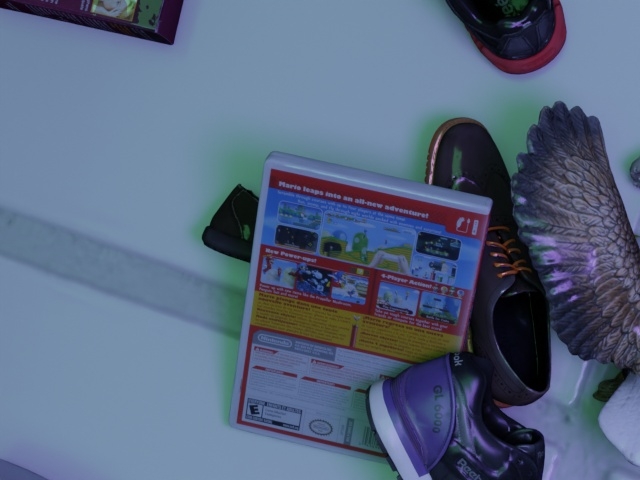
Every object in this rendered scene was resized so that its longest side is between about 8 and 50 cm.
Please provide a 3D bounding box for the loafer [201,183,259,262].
[{"bbox_3d":[0.000,0.000,1.860,0.220,0.080,0.078,16,89,7],"label":"loafer"}]

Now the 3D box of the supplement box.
[{"bbox_3d":[-0.224,-0.259,1.902,0.188,0.081,0.104,13,87,7],"label":"supplement box"}]

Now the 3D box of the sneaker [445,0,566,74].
[{"bbox_3d":[0.132,-0.283,1.838,0.097,0.135,0.276,-32,82,5],"label":"sneaker"}]

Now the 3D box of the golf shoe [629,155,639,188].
[{"bbox_3d":[0.370,-0.088,1.844,0.176,0.069,0.086,-6,63,5],"label":"golf shoe"}]

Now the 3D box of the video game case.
[{"bbox_3d":[0.032,0.070,1.811,0.204,0.025,0.285,13,119,7],"label":"video game case"}]

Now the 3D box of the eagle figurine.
[{"bbox_3d":[0.298,0.030,1.758,0.226,0.298,0.225,-28,39,-27],"label":"eagle figurine"}]

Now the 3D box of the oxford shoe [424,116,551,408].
[{"bbox_3d":[0.165,0.017,1.819,0.097,0.098,0.271,-13,89,-21],"label":"oxford shoe"}]

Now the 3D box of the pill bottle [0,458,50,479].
[{"bbox_3d":[-0.335,0.371,1.820,0.188,0.188,0.334,26,89,7],"label":"pill bottle"}]

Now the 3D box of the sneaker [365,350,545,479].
[{"bbox_3d":[0.157,0.232,1.781,0.124,0.107,0.283,-25,102,17],"label":"sneaker"}]
